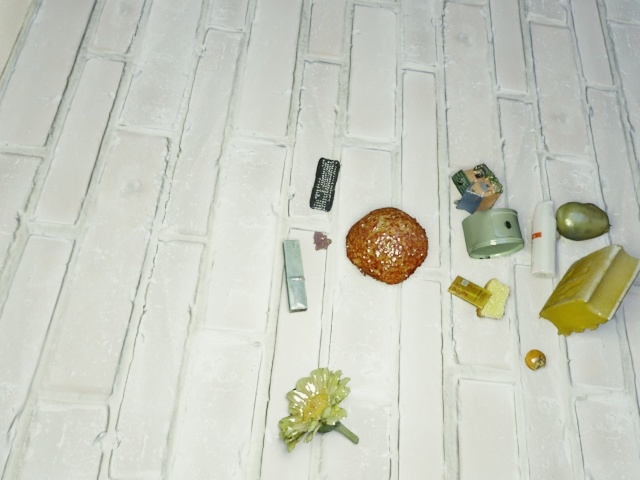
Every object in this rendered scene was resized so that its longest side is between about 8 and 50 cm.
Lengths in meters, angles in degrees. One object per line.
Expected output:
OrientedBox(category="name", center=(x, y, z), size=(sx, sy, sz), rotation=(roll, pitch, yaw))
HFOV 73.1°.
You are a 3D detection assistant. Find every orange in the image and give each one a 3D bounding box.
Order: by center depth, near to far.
OrientedBox(category="orange", center=(0.863, 0.476, 1.730), size=(0.086, 0.062, 0.086), rotation=(3, 67, -7))

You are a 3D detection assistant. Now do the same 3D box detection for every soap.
OrientedBox(category="soap", center=(1.081, 0.203, 1.737), size=(0.156, 0.293, 0.335), rotation=(41, 71, 11))

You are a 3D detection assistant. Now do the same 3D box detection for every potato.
OrientedBox(category="potato", center=(1.176, -0.083, 1.931), size=(0.251, 0.159, 0.174), rotation=(5, 97, -1))

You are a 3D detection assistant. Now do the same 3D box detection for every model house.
OrientedBox(category="model house", center=(0.670, -0.228, 1.916), size=(0.172, 0.166, 0.183), rotation=(-13, 61, -8))

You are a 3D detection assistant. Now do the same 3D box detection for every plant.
OrientedBox(category="plant", center=(0.006, 0.592, 1.537), size=(0.306, 0.297, 0.261), rotation=(-44, 47, 22))

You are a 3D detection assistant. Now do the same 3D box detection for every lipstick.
OrientedBox(category="lipstick", center=(-0.103, 0.137, 1.719), size=(0.076, 0.077, 0.290), rotation=(-6, 70, -9))

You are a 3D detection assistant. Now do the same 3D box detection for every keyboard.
OrientedBox(category="keyboard", center=(0.021, -0.249, 1.910), size=(0.106, 0.016, 0.262), rotation=(13, 69, -3))

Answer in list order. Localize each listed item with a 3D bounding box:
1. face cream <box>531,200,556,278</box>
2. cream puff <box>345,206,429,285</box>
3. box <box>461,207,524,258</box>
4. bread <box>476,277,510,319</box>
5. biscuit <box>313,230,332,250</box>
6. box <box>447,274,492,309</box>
OrientedBox(category="face cream", center=(0.984, -0.009, 1.903), size=(0.102, 0.102, 0.346), rotation=(13, 68, -2))
OrientedBox(category="cream puff", center=(0.276, 0.012, 1.738), size=(0.350, 0.229, 0.350), rotation=(2, 70, -4))
OrientedBox(category="box", center=(0.720, -0.024, 1.806), size=(0.226, 0.226, 0.149), rotation=(-2, 70, -8))
OrientedBox(category="bread", center=(0.714, 0.253, 1.791), size=(0.103, 0.065, 0.187), rotation=(23, 65, 3))
OrientedBox(category="biscuit", center=(0.000, 0.000, 1.816), size=(0.082, 0.016, 0.092), rotation=(-32, 76, -12))
OrientedBox(category="box", center=(0.615, 0.213, 1.783), size=(0.156, 0.022, 0.089), rotation=(28, 65, 30))
